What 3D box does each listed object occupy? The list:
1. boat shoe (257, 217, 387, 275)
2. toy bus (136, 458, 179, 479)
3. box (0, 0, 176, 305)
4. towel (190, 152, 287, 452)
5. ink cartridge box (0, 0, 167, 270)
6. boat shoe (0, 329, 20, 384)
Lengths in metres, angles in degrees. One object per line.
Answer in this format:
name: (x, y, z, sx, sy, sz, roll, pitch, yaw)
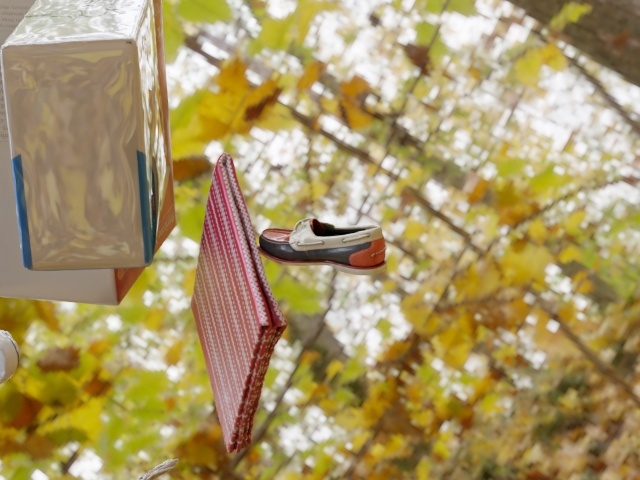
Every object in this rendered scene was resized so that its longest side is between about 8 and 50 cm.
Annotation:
boat shoe: (0.000, 0.000, 1.213, 0.049, 0.137, 0.043, -36, -54, -47)
toy bus: (-0.222, 0.315, 1.265, 0.191, 0.104, 0.202, -31, 1, -44)
box: (-0.273, -0.134, 1.428, 0.215, 0.168, 0.345, -65, -23, -62)
towel: (-0.087, 0.070, 1.322, 0.031, 0.199, 0.275, -8, -31, -17)
ink cartridge box: (-0.154, -0.083, 0.901, 0.203, 0.086, 0.148, -104, 11, -70)
boat shoe: (-0.500, 0.174, 2.005, 0.088, 0.096, 0.267, -24, -1, -36)
